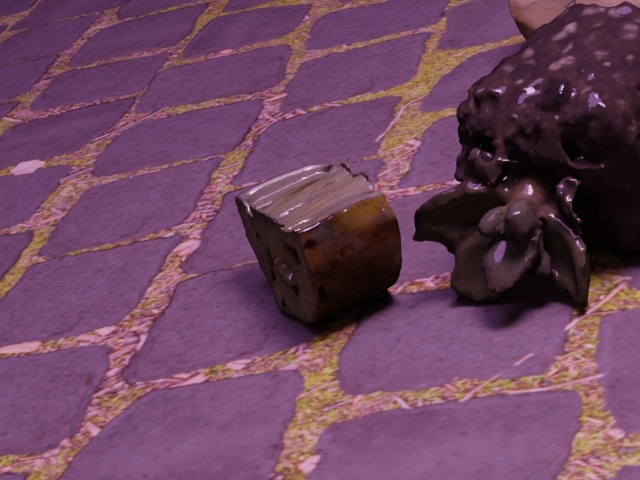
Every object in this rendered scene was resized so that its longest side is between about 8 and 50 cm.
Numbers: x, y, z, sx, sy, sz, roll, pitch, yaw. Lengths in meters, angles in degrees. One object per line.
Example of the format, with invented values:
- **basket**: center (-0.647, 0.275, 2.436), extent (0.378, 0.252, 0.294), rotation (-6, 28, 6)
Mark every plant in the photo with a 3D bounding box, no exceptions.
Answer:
- **plant**: center (0.237, -0.075, 1.568), extent (0.215, 0.213, 0.312), rotation (10, 45, 45)

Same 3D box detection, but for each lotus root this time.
- **lotus root**: center (0.000, 0.000, 1.661), extent (0.119, 0.138, 0.235), rotation (-17, 21, -14)

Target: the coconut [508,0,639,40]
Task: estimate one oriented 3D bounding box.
- **coconut**: center (0.343, -0.325, 2.088), extent (0.224, 0.224, 0.224), rotation (-15, 23, 6)
